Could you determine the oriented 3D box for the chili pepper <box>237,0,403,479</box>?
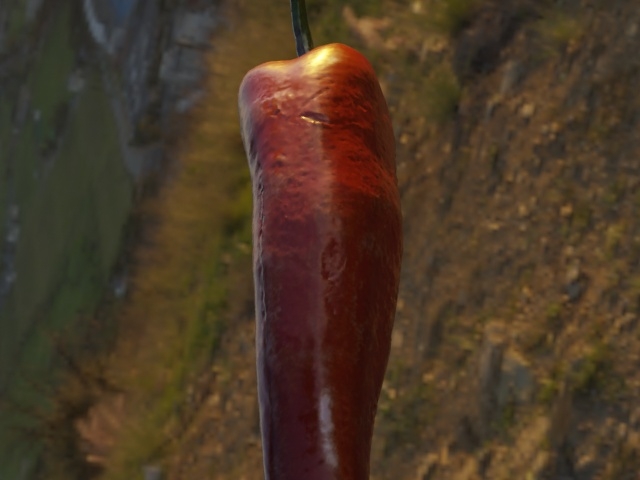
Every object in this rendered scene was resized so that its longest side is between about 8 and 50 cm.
[{"bbox_3d":[0.000,0.000,0.541,0.071,0.063,0.272,58,-156,-51],"label":"chili pepper"}]
